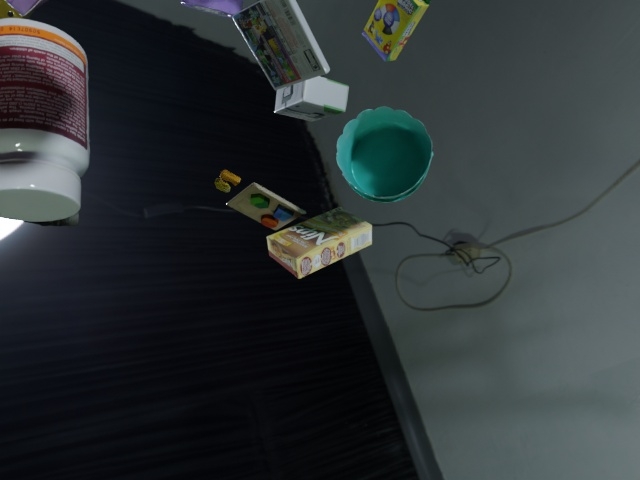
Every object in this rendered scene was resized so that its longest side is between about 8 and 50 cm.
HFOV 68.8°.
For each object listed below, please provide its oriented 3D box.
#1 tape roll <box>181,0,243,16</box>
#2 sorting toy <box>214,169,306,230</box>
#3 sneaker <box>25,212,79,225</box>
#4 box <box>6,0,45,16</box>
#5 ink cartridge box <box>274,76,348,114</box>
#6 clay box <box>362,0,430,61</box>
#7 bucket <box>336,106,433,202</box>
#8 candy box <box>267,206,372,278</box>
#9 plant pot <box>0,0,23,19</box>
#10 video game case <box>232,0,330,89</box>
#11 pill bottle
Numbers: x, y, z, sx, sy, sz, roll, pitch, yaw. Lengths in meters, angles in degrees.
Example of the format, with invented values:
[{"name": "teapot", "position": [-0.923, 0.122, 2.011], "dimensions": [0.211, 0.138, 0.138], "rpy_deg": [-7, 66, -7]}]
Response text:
[{"name": "tape roll", "position": [-0.339, -0.766, 1.475], "dimensions": [0.189, 0.189, 0.080], "rpy_deg": [33, 117, 48]}, {"name": "sorting toy", "position": [-0.230, -0.126, 1.595], "dimensions": [0.229, 0.307, 0.041], "rpy_deg": [-22, 47, 51]}, {"name": "sneaker", "position": [-0.793, -0.121, 1.339], "dimensions": [0.227, 0.130, 0.087], "rpy_deg": [51, 129, 29]}, {"name": "box", "position": [-0.390, -0.441, 0.570], "dimensions": [0.117, 0.243, 0.213], "rpy_deg": [-29, 36, 22]}, {"name": "ink cartridge box", "position": [-0.045, -0.617, 2.046], "dimensions": [0.289, 0.211, 0.121], "rpy_deg": [8, 92, 61]}, {"name": "clay box", "position": [0.216, -0.643, 1.333], "dimensions": [0.127, 0.053, 0.222], "rpy_deg": [56, 146, 15]}, {"name": "bucket", "position": [0.197, -0.249, 1.420], "dimensions": [0.282, 0.183, 0.280], "rpy_deg": [0, 88, 13]}, {"name": "candy box", "position": [0.000, 0.000, 1.599], "dimensions": [0.183, 0.317, 0.087], "rpy_deg": [33, 137, 45]}, {"name": "plant pot", "position": [-1.032, -0.774, 1.488], "dimensions": [0.212, 0.212, 0.187], "rpy_deg": [-47, 45, 7]}, {"name": "video game case", "position": [-0.093, -0.467, 1.106], "dimensions": [0.184, 0.023, 0.201], "rpy_deg": [-1, 134, 42]}, {"name": "pill bottle", "position": [-0.631, -0.254, 1.024], "dimensions": [0.224, 0.224, 0.391], "rpy_deg": [-29, 64, 48]}]
